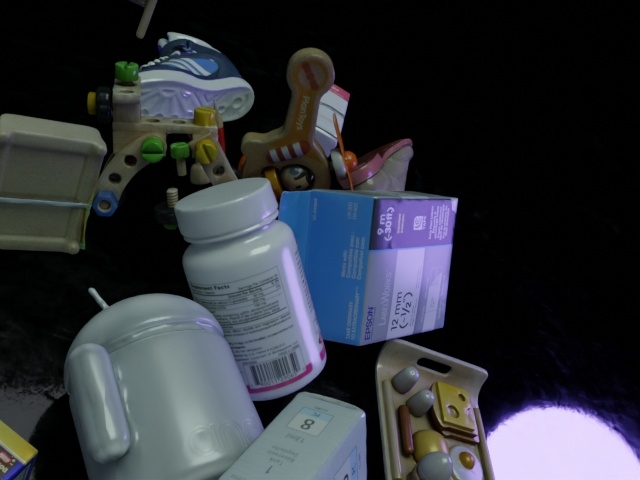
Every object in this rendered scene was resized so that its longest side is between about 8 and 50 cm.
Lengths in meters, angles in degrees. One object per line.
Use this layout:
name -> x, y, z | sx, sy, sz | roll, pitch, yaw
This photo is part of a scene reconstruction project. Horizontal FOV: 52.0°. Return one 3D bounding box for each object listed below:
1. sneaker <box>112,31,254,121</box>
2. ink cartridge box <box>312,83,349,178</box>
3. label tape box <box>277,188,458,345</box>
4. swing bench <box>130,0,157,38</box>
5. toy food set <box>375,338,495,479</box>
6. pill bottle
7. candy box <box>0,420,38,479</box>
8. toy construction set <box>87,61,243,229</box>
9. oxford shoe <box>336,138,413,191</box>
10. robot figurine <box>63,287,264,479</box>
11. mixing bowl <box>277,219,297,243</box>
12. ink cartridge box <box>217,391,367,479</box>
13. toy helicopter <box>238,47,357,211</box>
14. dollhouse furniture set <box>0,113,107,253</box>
sneaker -> -0.319, -0.340, 1.360 | 0.323, 0.130, 0.236 | -13, 48, -40
ink cartridge box -> -0.021, -0.237, 1.438 | 0.092, 0.158, 0.217 | 28, 37, -14
label tape box -> 0.082, 0.042, 1.118 | 0.115, 0.249, 0.348 | 14, 12, 43
swing bench -> -0.462, -0.628, 1.435 | 0.253, 0.254, 0.165 | 19, 40, -22
toy food set -> 0.214, 0.313, 1.074 | 0.220, 0.092, 0.306 | 21, 39, -19
pill bottle -> -0.099, 0.065, 0.925 | 0.160, 0.161, 0.282 | -39, 120, -53
candy box -> -0.471, 0.240, 0.582 | 0.268, 0.122, 0.317 | 37, 35, 2
toy construction set -> -0.242, -0.182, 1.088 | 0.258, 0.237, 0.309 | 5, 24, 12
oxford shoe -> 0.147, -0.148, 1.543 | 0.130, 0.123, 0.348 | 63, 35, -8
robot figurine -> -0.182, 0.210, 0.781 | 0.353, 0.200, 0.300 | 61, 4, 29
mixing bowl -> 0.000, 0.000, 1.212 | 0.182, 0.182, 0.098 | -9, 91, -44
ink cartridge box -> -0.071, 0.375, 0.607 | 0.091, 0.307, 0.385 | 10, 26, 26
toy helicopter -> -0.026, -0.181, 1.207 | 0.235, 0.355, 0.140 | 9, 41, -7
dollhouse furniture set -> -0.479, -0.106, 0.921 | 0.302, 0.197, 0.151 | 4, 31, -39
